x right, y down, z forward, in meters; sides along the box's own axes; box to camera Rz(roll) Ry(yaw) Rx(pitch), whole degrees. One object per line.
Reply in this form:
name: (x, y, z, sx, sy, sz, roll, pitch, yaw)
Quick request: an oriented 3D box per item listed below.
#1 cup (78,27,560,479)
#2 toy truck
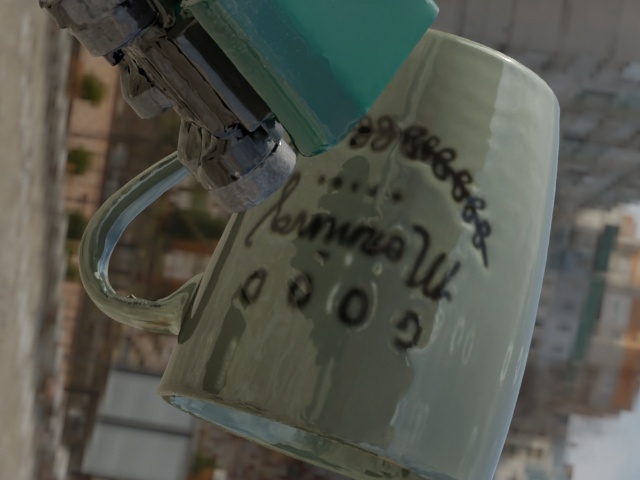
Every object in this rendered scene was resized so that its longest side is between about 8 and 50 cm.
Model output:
cup: (0.000, 0.000, 0.977, 0.186, 0.258, 0.234, 68, 38, -74)
toy truck: (-0.046, -0.102, 0.739, 0.124, 0.114, 0.253, -40, -156, -1)
